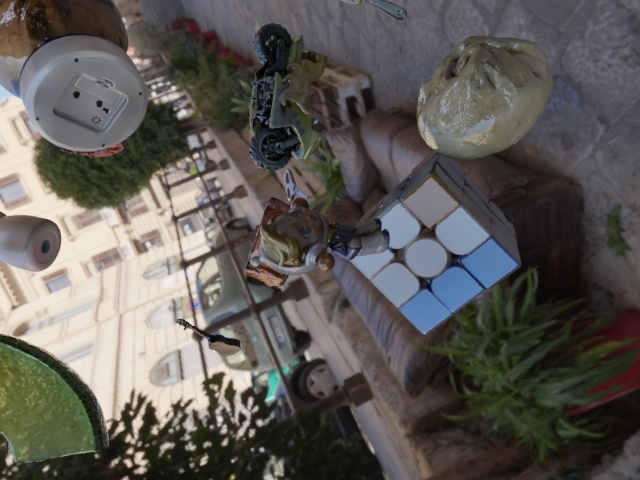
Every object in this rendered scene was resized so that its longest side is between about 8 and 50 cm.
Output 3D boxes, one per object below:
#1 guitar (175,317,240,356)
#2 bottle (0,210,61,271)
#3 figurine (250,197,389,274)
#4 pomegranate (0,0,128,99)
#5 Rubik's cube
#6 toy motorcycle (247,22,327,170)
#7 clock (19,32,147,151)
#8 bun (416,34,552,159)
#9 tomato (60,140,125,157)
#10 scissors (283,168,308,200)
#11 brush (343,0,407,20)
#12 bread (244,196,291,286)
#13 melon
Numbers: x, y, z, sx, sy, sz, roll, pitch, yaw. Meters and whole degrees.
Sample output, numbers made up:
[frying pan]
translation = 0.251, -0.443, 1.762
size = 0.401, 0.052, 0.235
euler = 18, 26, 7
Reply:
[guitar]
translation = -0.385, 0.331, 1.846
size = 0.271, 0.084, 0.038
euler = 38, -152, -41
[bottle]
translation = -0.848, -0.009, 1.464
size = 0.147, 0.236, 0.147
euler = 13, -90, -82
[figurine]
translation = 0.000, -0.007, 1.115
size = 0.194, 0.274, 0.133
euler = 44, 136, 28
[pomegranate]
translation = -0.577, -0.438, 1.164
size = 0.322, 0.322, 0.322
euler = 156, 90, -82
[Rubik's cube]
translation = 0.321, -0.009, 1.545
size = 0.347, 0.344, 0.346
euler = 45, -155, -2
[toy motorcycle]
translation = -0.094, -0.402, 1.554
size = 0.169, 0.237, 0.410
euler = 5, 94, 49
[clock]
translation = -0.468, -0.290, 1.082
size = 0.083, 0.230, 0.230
euler = 51, 165, 33
[bun]
translation = 0.396, -0.371, 1.391
size = 0.362, 0.326, 0.234
euler = -2, 152, 47
[tomato]
translation = -0.791, -0.370, 1.839
size = 0.228, 0.228, 0.101
euler = 95, 167, -74
[scissors]
translation = -0.070, -0.148, 1.575
size = 0.189, 0.015, 0.100
euler = -142, 45, -60
[brush]
translation = 0.134, -0.759, 1.705
size = 0.297, 0.060, 0.068
euler = 32, 160, 14
[bread]
translation = -0.132, 0.018, 1.597
size = 0.190, 0.123, 0.244
euler = 83, -155, -75
[melon]
translation = -0.597, 0.357, 1.138
size = 0.331, 0.226, 0.343
euler = 36, 159, -7
